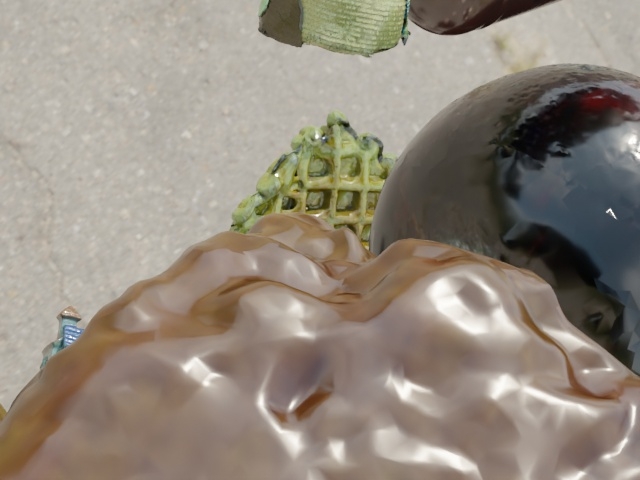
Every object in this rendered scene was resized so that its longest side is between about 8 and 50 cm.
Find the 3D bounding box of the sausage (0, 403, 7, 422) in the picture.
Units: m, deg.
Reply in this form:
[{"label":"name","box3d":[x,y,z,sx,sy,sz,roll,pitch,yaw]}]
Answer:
[{"label":"sausage","box3d":[-0.547,0.163,1.604,0.501,0.136,0.123,60,42,-22]}]

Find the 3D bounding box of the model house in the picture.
[{"label":"model house","box3d":[-0.356,0.175,1.747,0.119,0.148,0.149,13,74,-20]}]

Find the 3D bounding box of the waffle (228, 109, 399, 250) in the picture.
[{"label":"waffle","box3d":[0.000,0.000,1.618,0.317,0.073,0.297,-45,126,-11]}]

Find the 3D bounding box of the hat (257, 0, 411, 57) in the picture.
[{"label":"hat","box3d":[0.011,-0.135,0.645,0.076,0.059,0.077,21,24,19]}]

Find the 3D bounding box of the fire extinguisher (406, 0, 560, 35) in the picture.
[{"label":"fire extinguisher","box3d":[0.137,-0.215,0.753,0.337,0.114,0.135,-24,113,-25]}]

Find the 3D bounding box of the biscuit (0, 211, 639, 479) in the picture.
[{"label":"biscuit","box3d":[0.036,0.198,0.386,0.395,0.166,0.343,38,69,9]}]

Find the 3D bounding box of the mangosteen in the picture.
[{"label":"mangosteen","box3d":[0.192,0.004,0.915,0.300,0.300,0.300,19,58,-33]}]
